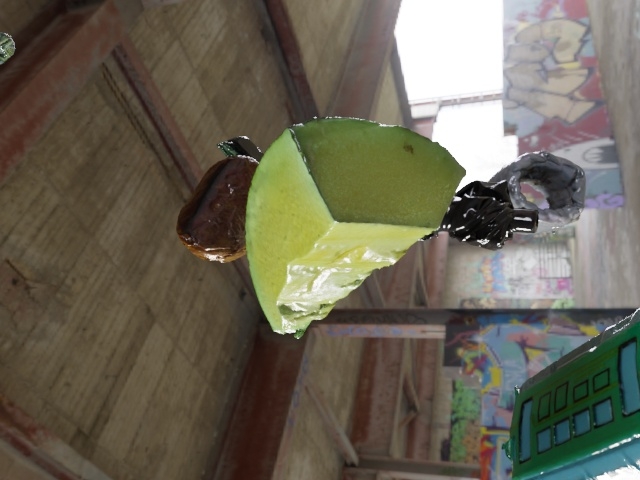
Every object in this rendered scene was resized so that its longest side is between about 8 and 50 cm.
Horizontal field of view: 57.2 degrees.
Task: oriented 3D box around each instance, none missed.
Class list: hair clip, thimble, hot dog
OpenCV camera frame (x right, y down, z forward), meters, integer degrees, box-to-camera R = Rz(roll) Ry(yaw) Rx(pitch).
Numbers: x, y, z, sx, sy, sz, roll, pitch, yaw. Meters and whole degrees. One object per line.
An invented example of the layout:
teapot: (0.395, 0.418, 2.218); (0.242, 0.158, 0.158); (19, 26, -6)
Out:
hair clip: (-0.730, -0.349, 1.205); (0.229, 0.036, 0.066); (-47, -24, -17)
thimble: (0.383, -0.082, 1.048); (0.118, 0.151, 0.127); (132, 148, -76)
hot dog: (-0.185, -0.062, 1.143); (0.227, 0.160, 0.099); (-61, -7, -21)

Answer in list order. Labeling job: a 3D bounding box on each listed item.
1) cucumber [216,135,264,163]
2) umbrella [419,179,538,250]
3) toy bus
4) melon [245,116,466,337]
cucumber: (-0.130, -0.160, 1.313); (0.220, 0.046, 0.070); (47, -134, -22)
umbrella: (0.222, -0.043, 0.982); (0.122, 0.272, 0.110); (-47, -48, -49)
toy bus: (0.391, 0.246, 0.753); (0.199, 0.183, 0.343); (-62, -1, -37)
melon: (0.000, 0.000, 0.662); (0.323, 0.196, 0.124); (130, 145, -53)
